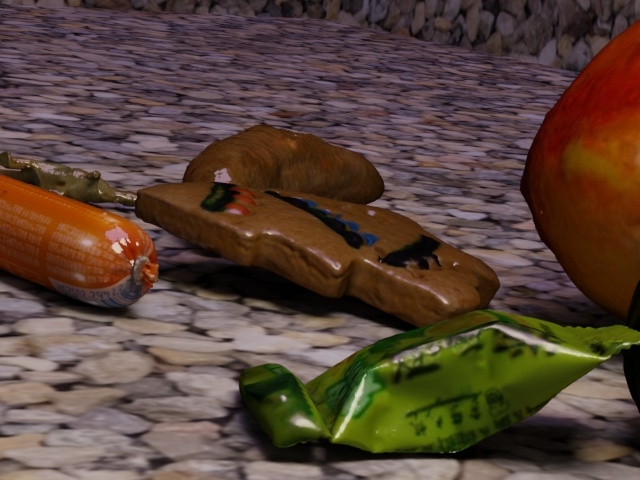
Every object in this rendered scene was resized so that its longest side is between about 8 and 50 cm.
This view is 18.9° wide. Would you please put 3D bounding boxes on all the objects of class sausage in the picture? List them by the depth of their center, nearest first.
[{"bbox_3d":[-0.197,0.001,1.425,0.071,0.071,0.234,-3,16,-45],"label":"sausage"}]

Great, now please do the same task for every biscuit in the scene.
[{"bbox_3d":[0.000,-0.001,1.537,0.302,0.043,0.278,13,13,-19],"label":"biscuit"}]

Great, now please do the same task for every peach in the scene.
[{"bbox_3d":[0.333,-0.050,1.492,0.373,0.290,0.372,-31,15,10],"label":"peach"}]

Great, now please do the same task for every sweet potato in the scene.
[{"bbox_3d":[-0.050,-0.054,1.775,0.114,0.092,0.341,37,21,17],"label":"sweet potato"}]

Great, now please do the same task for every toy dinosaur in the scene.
[{"bbox_3d":[-0.246,-0.053,1.775,0.126,0.039,0.162,11,1,-43],"label":"toy dinosaur"}]

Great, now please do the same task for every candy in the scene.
[{"bbox_3d":[0.078,0.086,1.173,0.246,0.069,0.149,-15,8,-6],"label":"candy"}]

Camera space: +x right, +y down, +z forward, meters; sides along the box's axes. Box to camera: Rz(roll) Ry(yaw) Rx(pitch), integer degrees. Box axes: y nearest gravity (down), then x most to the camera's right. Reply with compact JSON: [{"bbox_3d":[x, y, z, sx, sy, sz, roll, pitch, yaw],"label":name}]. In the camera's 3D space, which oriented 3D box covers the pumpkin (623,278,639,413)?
[{"bbox_3d":[0.306,0.067,1.220,0.238,0.159,0.238,13,11,-2],"label":"pumpkin"}]
